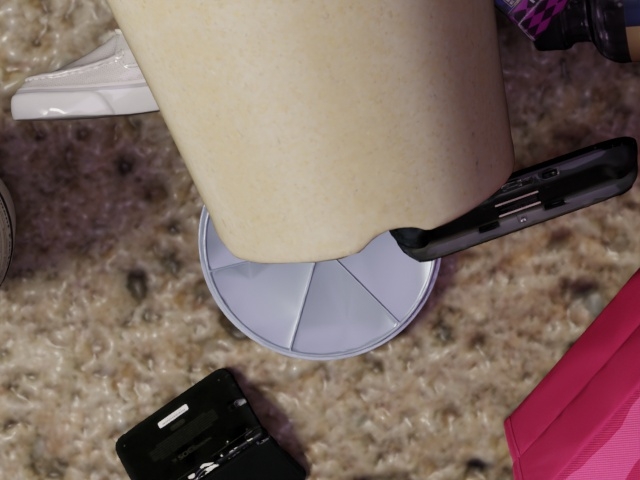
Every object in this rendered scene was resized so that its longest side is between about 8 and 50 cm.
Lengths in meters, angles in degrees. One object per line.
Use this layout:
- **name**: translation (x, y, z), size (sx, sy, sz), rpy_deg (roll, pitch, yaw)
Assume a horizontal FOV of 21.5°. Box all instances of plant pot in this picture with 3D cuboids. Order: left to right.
- **plant pot**: translation (-0.008, -0.162, 1.180), size (0.334, 0.334, 0.305), rpy_deg (-15, 107, 5)

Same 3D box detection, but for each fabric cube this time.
- **fabric cube**: translation (0.324, 0.155, 1.297), size (0.254, 0.259, 0.258), rpy_deg (40, 99, -4)

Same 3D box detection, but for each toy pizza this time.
- **toy pizza**: translation (0.000, 0.000, 1.396), size (0.201, 0.032, 0.201), rpy_deg (0, 102, 2)

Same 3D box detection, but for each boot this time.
- **boot**: translation (-0.125, -0.167, 1.349), size (0.258, 0.095, 0.123), rpy_deg (-9, 94, -5)

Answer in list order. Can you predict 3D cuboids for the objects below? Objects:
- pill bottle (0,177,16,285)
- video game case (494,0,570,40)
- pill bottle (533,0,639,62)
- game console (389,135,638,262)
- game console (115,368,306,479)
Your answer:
- **pill bottle**: translation (-0.320, 0.005, 1.291), size (0.153, 0.265, 0.153), rpy_deg (0, 99, 1)
- **video game case**: translation (0.166, -0.301, 1.275), size (0.232, 0.042, 0.210), rpy_deg (-48, 60, 10)
- **pill bottle**: translation (0.272, -0.200, 1.294), size (0.219, 0.123, 0.123), rpy_deg (-3, 101, 16)
- **game console**: translation (0.223, -0.066, 1.290), size (0.361, 0.213, 0.044), rpy_deg (-20, 69, 6)
- **game console**: translation (-0.094, 0.188, 1.444), size (0.122, 0.071, 0.107), rpy_deg (-35, 67, 7)
